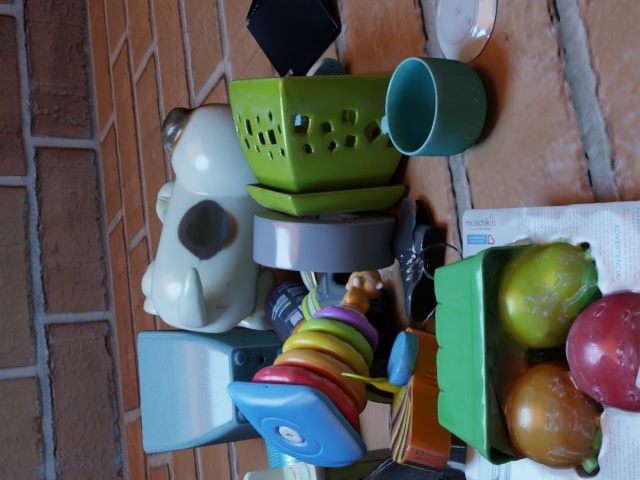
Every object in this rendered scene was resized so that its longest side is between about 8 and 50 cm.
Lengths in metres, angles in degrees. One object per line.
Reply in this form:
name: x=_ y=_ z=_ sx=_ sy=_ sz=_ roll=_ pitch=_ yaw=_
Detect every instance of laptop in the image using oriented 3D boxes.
laptop: x=-0.036 y=-0.464 z=1.684 sx=0.234 sy=0.136 sz=0.264 roll=-37 pitch=33 yaw=59

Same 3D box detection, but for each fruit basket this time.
fruit basket: x=0.283 y=0.122 z=0.943 sx=0.353 sy=0.165 sz=0.327 roll=-2 pitch=90 yaw=49

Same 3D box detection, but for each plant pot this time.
plant pot: x=0.000 y=-0.151 z=1.394 sx=0.228 sy=0.227 sz=0.207 roll=-160 pitch=66 yaw=-64
plant pot: x=-0.189 y=0.291 z=1.794 sx=0.252 sy=0.248 sz=0.247 roll=-12 pitch=80 yaw=48

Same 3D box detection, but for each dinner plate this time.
dinner plate: x=0.190 y=-0.310 z=1.219 sx=0.141 sy=0.017 sz=0.141 roll=11 pitch=103 yaw=63

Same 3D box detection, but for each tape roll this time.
tape roll: x=0.006 y=-0.004 z=1.381 sx=0.219 sy=0.219 sz=0.072 roll=-164 pitch=73 yaw=-63

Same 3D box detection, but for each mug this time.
mug: x=0.154 y=-0.181 z=1.205 sx=0.158 sy=0.097 sz=0.129 roll=-134 pitch=48 yaw=-56

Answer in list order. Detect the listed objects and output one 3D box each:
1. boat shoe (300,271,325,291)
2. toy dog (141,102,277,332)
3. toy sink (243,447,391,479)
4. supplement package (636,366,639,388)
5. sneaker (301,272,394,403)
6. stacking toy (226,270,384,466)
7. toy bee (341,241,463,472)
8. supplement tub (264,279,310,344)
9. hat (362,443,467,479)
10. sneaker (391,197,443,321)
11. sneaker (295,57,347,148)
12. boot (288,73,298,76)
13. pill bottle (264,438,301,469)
boat shoe: x=0.000 y=0.000 z=1.579 sx=0.072 sy=0.068 sz=0.190 roll=-24 pitch=70 yaw=50
toy dog: x=-0.205 y=-0.051 z=1.665 sx=0.395 sy=0.285 sz=0.408 roll=-4 pitch=-78 yaw=-75
toy sink: x=0.021 y=0.404 z=1.357 sx=0.131 sy=0.234 sz=0.152 roll=141 pitch=124 yaw=-59
supplement package: x=0.358 y=0.084 z=0.702 sx=0.105 sy=0.179 sz=0.105 roll=-140 pitch=53 yaw=-58
sneaker: x=0.066 y=0.138 z=1.403 sx=0.300 sy=0.111 sz=0.121 roll=52 pitch=128 yaw=44
stacking toy: x=0.018 y=0.155 z=1.289 sx=0.175 sy=0.166 sz=0.302 roll=-5 pitch=44 yaw=38
toy bee: x=0.142 y=0.180 z=1.194 sx=0.195 sy=0.298 sz=0.162 roll=32 pitch=145 yaw=7
supplement tub: x=-0.018 y=0.156 z=1.572 sx=0.198 sy=0.106 sz=0.106 roll=-133 pitch=47 yaw=-54
hat: x=0.121 y=0.402 z=1.131 sx=0.331 sy=0.134 sz=0.331 roll=-14 pitch=68 yaw=37
sneaker: x=0.137 y=0.027 z=1.311 sx=0.089 sy=0.051 sz=0.170 roll=24 pitch=108 yaw=62
sneaker: x=-0.016 y=-0.213 z=1.573 sx=0.092 sy=0.087 sz=0.228 roll=-124 pitch=43 yaw=-53
boot: x=-0.055 y=-0.245 z=1.701 sx=0.099 sy=0.045 sz=0.121 roll=-24 pitch=76 yaw=54
pill bottle: x=-0.018 y=0.358 z=1.534 sx=0.146 sy=0.146 sz=0.264 roll=-48 pitch=50 yaw=55
